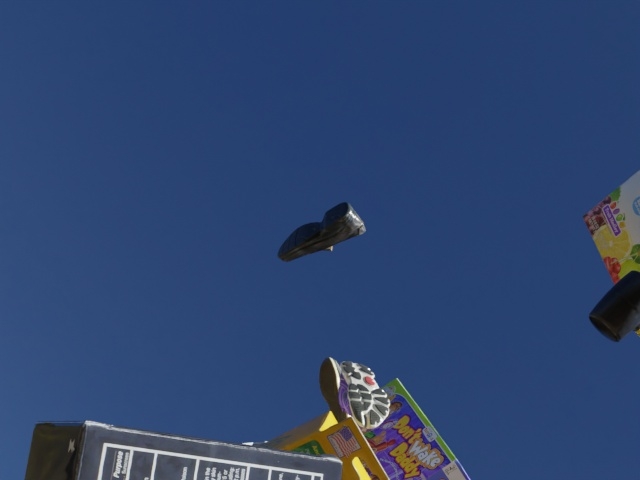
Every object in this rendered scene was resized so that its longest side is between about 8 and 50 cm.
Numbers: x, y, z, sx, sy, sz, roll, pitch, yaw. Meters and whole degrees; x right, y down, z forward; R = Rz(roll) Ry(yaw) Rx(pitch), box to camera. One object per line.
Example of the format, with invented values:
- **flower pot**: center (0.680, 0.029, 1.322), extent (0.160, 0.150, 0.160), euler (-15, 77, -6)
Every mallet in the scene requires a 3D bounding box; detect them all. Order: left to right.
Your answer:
- **mallet**: center (0.324, 0.103, 0.906), extent (0.189, 0.062, 0.039), euler (40, -5, -19)

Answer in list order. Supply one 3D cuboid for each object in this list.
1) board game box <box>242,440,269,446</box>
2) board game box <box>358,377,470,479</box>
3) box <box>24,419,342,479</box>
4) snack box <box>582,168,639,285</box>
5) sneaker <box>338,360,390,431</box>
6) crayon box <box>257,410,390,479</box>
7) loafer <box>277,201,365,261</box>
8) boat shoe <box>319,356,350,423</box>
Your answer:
- **board game box**: center (-0.078, 0.551, 1.751), extent (0.050, 0.390, 0.390), euler (-24, -106, 14)
- **board game box**: center (0.116, 0.417, 1.858), extent (0.078, 0.233, 0.347), euler (58, -3, -21)
- **box**: center (-0.159, 0.350, 1.022), extent (0.294, 0.296, 0.182), euler (16, -17, -30)
- **snack box**: center (0.489, -0.024, 1.388), extent (0.070, 0.174, 0.207), euler (21, -51, -35)
- **sneaker**: center (0.064, 0.257, 1.571), extent (0.068, 0.170, 0.071), euler (11, -71, -10)
- **crayon box**: center (-0.034, 0.390, 1.446), extent (0.323, 0.083, 0.203), euler (-29, -85, 17)
- **loafer**: center (0.000, 0.000, 1.713), extent (0.170, 0.062, 0.061), euler (-27, -57, 31)
- **boat shoe**: center (0.038, 0.290, 1.876), extent (0.056, 0.049, 0.152), euler (-49, -138, 36)
